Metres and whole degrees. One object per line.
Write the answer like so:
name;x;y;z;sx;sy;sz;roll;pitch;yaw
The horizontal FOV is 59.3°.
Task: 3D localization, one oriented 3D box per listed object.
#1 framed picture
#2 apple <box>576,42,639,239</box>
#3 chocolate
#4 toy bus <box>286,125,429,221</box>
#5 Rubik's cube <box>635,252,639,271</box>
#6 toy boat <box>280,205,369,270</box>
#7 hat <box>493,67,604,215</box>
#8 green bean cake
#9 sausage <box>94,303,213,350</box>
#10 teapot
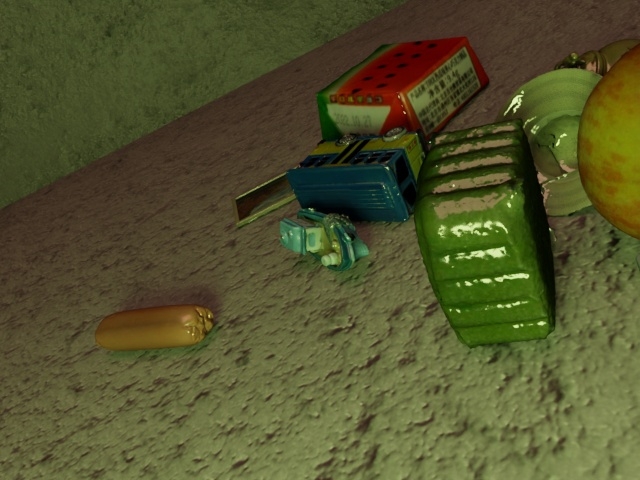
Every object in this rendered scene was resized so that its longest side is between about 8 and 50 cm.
framed picture;-0.122;-0.129;1.506;0.250;0.016;0.184;-27;28;2
apple;0.491;-0.124;0.714;0.302;0.301;0.301;-21;30;12
chocolate;0.209;-0.399;1.509;0.341;0.161;0.360;15;49;47
toy bus;0.087;-0.139;1.222;0.288;0.138;0.175;3;40;42
Rubik's cube;0.431;0.037;0.535;0.213;0.265;0.224;0;24;23
toy boat;0.000;0.000;1.092;0.098;0.109;0.238;-8;19;-29
hat;0.431;-0.164;0.982;0.252;0.252;0.110;5;1;45
green bean cake;0.232;-0.012;0.782;0.156;0.247;0.250;-9;34;29
sausage;-0.340;0.177;1.131;0.289;0.086;0.086;-8;35;29
teapot;0.514;-0.275;1.012;0.183;0.173;0.269;10;31;-3
